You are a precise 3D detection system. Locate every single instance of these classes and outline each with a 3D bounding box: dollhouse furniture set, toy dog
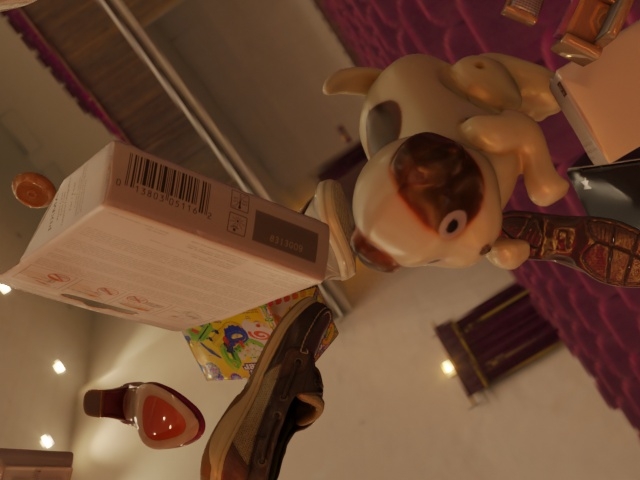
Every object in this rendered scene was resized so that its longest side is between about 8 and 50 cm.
[{"bbox_3d":[0.245,-0.401,1.046,0.303,0.286,0.198,26,178,0],"label":"dollhouse furniture set"},{"bbox_3d":[0.178,-0.121,1.399,0.395,0.284,0.408,33,-145,-9],"label":"toy dog"}]

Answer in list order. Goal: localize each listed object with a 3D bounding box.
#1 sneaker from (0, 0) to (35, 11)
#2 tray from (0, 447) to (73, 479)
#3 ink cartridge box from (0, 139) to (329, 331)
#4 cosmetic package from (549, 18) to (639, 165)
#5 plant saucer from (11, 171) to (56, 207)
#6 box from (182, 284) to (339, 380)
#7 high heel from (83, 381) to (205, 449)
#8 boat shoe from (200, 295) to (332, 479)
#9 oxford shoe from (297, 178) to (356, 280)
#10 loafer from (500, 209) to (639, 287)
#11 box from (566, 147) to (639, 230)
[{"bbox_3d":[-0.540,-0.237,1.138,0.169,0.448,0.257,115,141,-63],"label":"sneaker"},{"bbox_3d":[-0.537,0.459,1.729,0.270,0.030,0.145,36,-117,-67],"label":"tray"},{"bbox_3d":[-0.223,0.018,1.247,0.308,0.385,0.091,20,-116,-32],"label":"ink cartridge box"},{"bbox_3d":[0.523,-0.263,1.309,0.156,0.385,0.217,59,-166,3],"label":"cosmetic package"},{"bbox_3d":[-0.538,-0.090,1.760,0.083,0.083,0.015,53,-156,-32],"label":"plant saucer"},{"bbox_3d":[-0.163,0.152,2.109,0.177,0.290,0.279,-45,-61,-47],"label":"box"},{"bbox_3d":[-0.308,0.341,1.901,0.181,0.377,0.127,9,-92,-44],"label":"high heel"},{"bbox_3d":[-0.031,0.147,0.871,0.080,0.073,0.223,91,-156,-44],"label":"boat shoe"},{"bbox_3d":[0.000,0.000,1.799,0.449,0.130,0.169,85,180,-79],"label":"oxford shoe"},{"bbox_3d":[0.442,0.001,1.600,0.095,0.303,0.109,-32,-47,-70],"label":"loafer"},{"bbox_3d":[0.695,-0.156,1.680,0.294,0.395,0.212,-4,119,55],"label":"box"}]
